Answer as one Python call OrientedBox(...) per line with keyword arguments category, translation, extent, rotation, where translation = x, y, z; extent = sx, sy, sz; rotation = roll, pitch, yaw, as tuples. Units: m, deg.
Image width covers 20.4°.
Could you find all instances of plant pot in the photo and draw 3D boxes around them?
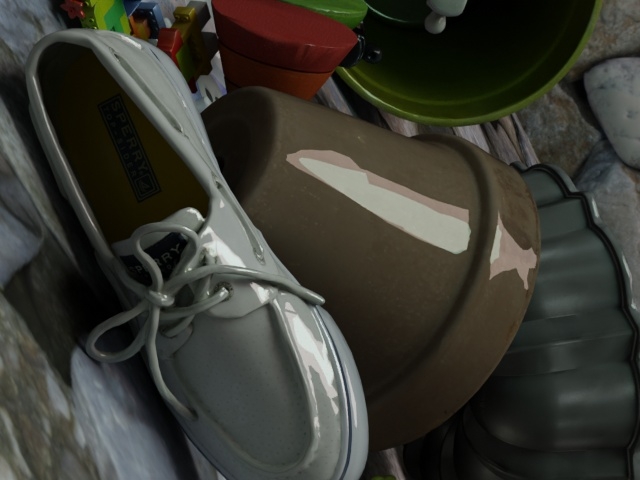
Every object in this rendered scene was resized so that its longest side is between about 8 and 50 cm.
OrientedBox(category="plant pot", translation=(0.000, 0.000, 1.359), extent=(0.229, 0.263, 0.263), rotation=(33, 31, -34))
OrientedBox(category="plant pot", translation=(0.148, -0.361, 2.305), extent=(0.366, 0.366, 0.353), rotation=(61, 3, -16))

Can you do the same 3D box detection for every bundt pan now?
OrientedBox(category="bundt pan", translation=(0.142, 0.100, 1.510), extent=(0.331, 0.124, 0.331), rotation=(173, -90, -68))

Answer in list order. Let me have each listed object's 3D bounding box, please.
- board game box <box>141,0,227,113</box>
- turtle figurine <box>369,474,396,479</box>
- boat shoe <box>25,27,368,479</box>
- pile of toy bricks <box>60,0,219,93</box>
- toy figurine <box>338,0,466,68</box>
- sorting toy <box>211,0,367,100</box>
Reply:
OrientedBox(category="board game box", translation=(-0.082, -0.193, 1.710), extent=(0.390, 0.050, 0.390), rotation=(64, 14, -7))
OrientedBox(category="turtle figurine", translation=(0.091, 0.303, 1.421), extent=(0.269, 0.087, 0.217), rotation=(25, 27, -31))
OrientedBox(category="boat shoe", translation=(-0.092, 0.015, 1.166), extent=(0.367, 0.136, 0.156), rotation=(65, 14, 9))
OrientedBox(category="pile of toy bricks", translation=(-0.162, -0.200, 1.380), extent=(0.105, 0.118, 0.212), rotation=(-60, 147, -39))
OrientedBox(category="toy figurine", translation=(0.050, -0.297, 1.834), extent=(0.213, 0.209, 0.148), rotation=(63, 7, -12))
OrientedBox(category="sorting toy", translation=(-0.035, -0.161, 1.556), extent=(0.365, 0.127, 0.126), rotation=(-79, -176, -72))
